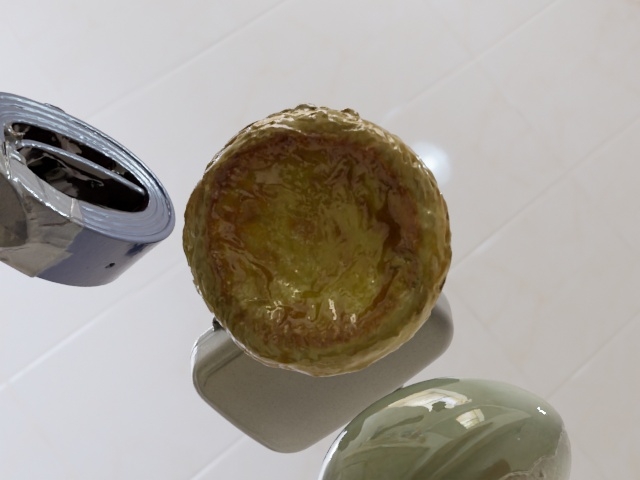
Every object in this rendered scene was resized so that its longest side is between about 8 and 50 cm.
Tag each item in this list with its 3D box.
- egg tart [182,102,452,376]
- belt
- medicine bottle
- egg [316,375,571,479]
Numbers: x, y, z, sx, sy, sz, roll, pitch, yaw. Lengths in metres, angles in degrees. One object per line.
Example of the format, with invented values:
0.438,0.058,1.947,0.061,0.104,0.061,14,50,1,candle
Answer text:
0.000,0.000,1.413,0.319,0.319,0.128,46,11,13,egg tart
-0.339,-0.057,1.584,0.347,0.117,0.212,23,38,-52,belt
0.001,0.157,1.859,0.282,0.375,0.123,41,22,-28,medicine bottle
0.116,0.208,1.090,0.217,0.183,0.183,-29,-81,24,egg
